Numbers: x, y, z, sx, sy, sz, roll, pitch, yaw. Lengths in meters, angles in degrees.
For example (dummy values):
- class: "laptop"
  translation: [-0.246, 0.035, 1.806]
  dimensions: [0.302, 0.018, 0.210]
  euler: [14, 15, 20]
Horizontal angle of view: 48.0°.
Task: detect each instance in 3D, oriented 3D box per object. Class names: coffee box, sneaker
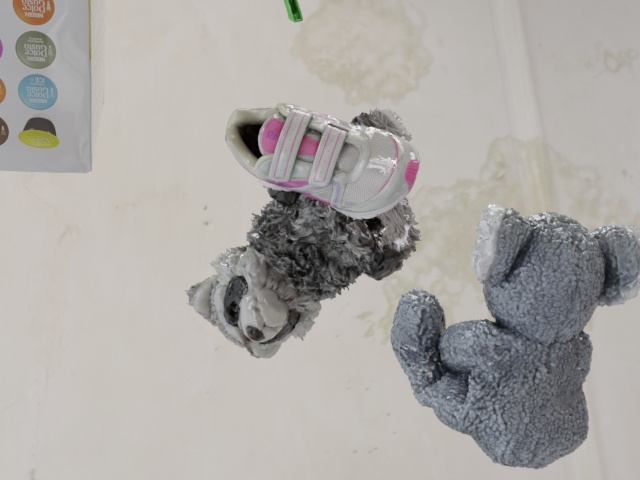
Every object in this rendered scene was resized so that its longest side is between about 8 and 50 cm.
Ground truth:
- class: "coffee box"
  translation: [-0.503, -0.317, 1.072]
  dimensions: [0.338, 0.334, 0.338]
  euler: [1, -152, -14]
- class: "sneaker"
  translation: [-0.012, -0.093, 0.798]
  dimensions: [0.111, 0.252, 0.102]
  euler: [23, -99, -54]

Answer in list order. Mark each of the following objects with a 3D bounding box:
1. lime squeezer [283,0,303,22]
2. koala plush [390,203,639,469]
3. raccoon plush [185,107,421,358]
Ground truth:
- class: "lime squeezer"
  translation: [-0.068, -0.411, 0.805]
  dimensions: [0.059, 0.310, 0.110]
  euler: [-11, -144, -11]
- class: "koala plush"
  translation: [0.196, 0.072, 0.674]
  dimensions: [0.196, 0.221, 0.203]
  euler: [12, -154, -12]
- class: "raccoon plush"
  translation: [0.000, 0.000, 1.104]
  dimensions: [0.216, 0.299, 0.446]
  euler: [48, -147, 2]
